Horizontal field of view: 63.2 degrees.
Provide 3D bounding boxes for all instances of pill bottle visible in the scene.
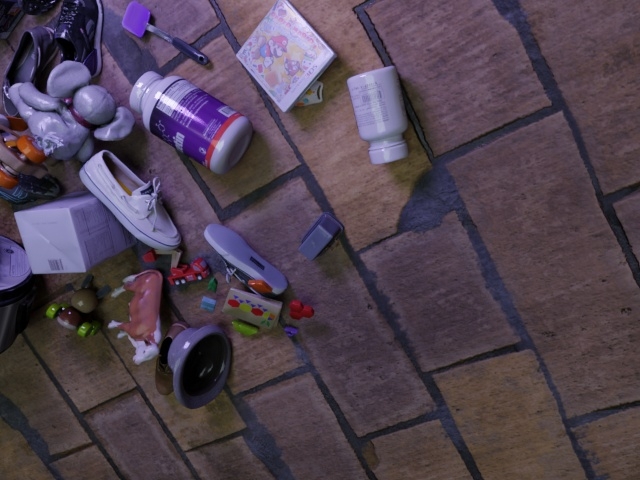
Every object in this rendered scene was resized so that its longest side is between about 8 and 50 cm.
[{"bbox_3d":[-0.364,-0.336,1.460,0.322,0.181,0.182,32,113,4],"label":"pill bottle"},{"bbox_3d":[0.157,-0.321,1.349,0.131,0.131,0.230,-10,104,18],"label":"pill bottle"}]

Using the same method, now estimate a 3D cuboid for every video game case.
[{"bbox_3d":[-0.096,-0.494,1.388,0.206,0.026,0.227,-44,77,23],"label":"video game case"}]

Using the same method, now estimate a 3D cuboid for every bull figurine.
[{"bbox_3d":[-0.595,0.250,1.712,0.188,0.101,0.311,-1,73,17],"label":"bull figurine"}]

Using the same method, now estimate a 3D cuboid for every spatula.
[{"bbox_3d":[-0.441,-0.582,1.481,0.296,0.030,0.084,31,111,4],"label":"spatula"}]

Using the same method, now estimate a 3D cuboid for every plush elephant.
[{"bbox_3d":[-0.708,-0.371,1.511,0.255,0.330,0.272,-38,125,-10],"label":"plush elephant"}]

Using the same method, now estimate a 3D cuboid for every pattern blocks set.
[{"bbox_3d":[-0.209,0.213,1.632,0.324,0.026,0.285,27,134,-12],"label":"pattern blocks set"}]

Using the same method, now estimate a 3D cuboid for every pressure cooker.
[{"bbox_3d":[-1.175,0.163,1.747,0.369,0.375,0.421,32,114,6],"label":"pressure cooker"}]

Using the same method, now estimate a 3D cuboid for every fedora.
[{"bbox_3d":[-0.415,0.398,1.712,0.124,0.243,0.276,17,115,34],"label":"fedora"}]

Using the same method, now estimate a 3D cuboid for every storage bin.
[{"bbox_3d":[0.000,0.000,1.522,0.098,0.091,0.135,41,114,-1],"label":"storage bin"}]

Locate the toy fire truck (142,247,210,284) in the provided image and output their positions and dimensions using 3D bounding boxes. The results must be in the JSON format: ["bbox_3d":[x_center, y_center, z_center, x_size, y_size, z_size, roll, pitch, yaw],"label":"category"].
[{"bbox_3d":[-0.465,0.074,1.688,0.191,0.047,0.135,-13,113,19],"label":"toy fire truck"}]

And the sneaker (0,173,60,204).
[{"bbox_3d":[-0.992,-0.174,1.750,0.267,0.101,0.106,14,133,10],"label":"sneaker"}]

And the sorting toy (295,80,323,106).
[{"bbox_3d":[-0.030,-0.409,1.427,0.075,0.045,0.083,1,109,-5],"label":"sorting toy"}]

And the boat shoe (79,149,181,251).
[{"bbox_3d":[-0.541,-0.131,1.584,0.156,0.136,0.367,-34,107,27],"label":"boat shoe"}]

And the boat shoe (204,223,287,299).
[{"bbox_3d":[-0.246,0.075,1.607,0.306,0.113,0.105,38,120,-16],"label":"boat shoe"}]

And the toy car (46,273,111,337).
[{"bbox_3d":[-0.826,0.219,1.826,0.155,0.149,0.189,31,84,0],"label":"toy car"}]

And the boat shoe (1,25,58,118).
[{"bbox_3d":[-0.921,-0.514,1.601,0.112,0.095,0.335,40,113,0],"label":"boat shoe"}]

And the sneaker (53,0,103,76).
[{"bbox_3d":[-0.701,-0.615,1.491,0.107,0.124,0.284,5,109,13],"label":"sneaker"}]

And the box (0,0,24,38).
[{"bbox_3d":[-1.024,-0.745,1.527,0.163,0.142,0.247,-37,95,22],"label":"box"}]

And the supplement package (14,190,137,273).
[{"bbox_3d":[-0.749,-0.035,1.622,0.199,0.263,0.198,-2,108,16],"label":"supplement package"}]

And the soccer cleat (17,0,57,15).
[{"bbox_3d":[-0.785,-0.798,1.478,0.116,0.108,0.318,49,118,20],"label":"soccer cleat"}]

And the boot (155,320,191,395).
[{"bbox_3d":[-0.534,0.429,1.800,0.112,0.115,0.306,21,113,6],"label":"boot"}]

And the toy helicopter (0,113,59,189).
[{"bbox_3d":[-0.888,-0.280,1.537,0.140,0.355,0.235,-42,95,0],"label":"toy helicopter"}]
